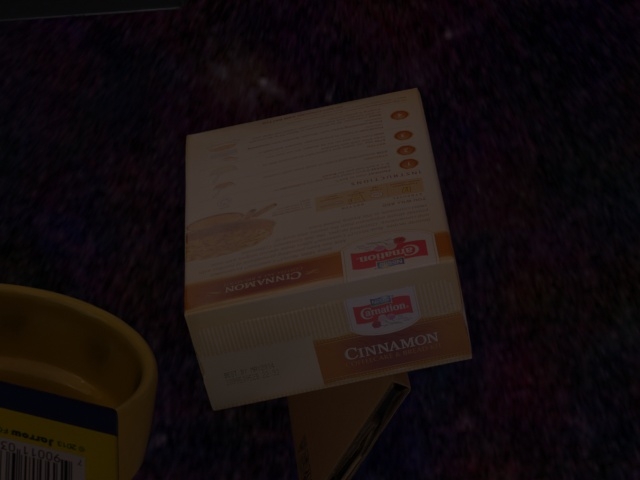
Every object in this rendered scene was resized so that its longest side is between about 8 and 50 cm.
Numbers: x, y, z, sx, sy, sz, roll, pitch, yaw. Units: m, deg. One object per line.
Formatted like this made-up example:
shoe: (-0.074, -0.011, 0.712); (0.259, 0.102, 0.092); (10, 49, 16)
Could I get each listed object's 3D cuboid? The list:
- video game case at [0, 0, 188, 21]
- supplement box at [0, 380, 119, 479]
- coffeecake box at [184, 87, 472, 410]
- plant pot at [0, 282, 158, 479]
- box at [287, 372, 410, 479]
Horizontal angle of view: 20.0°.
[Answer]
video game case: (-0.152, -0.200, 1.175); (0.196, 0.274, 0.026); (-2, 116, 12)
supplement box: (-0.243, 0.272, 1.096); (0.195, 0.357, 0.194); (17, 131, -23)
coffeecake box: (0.000, 0.000, 1.009); (0.142, 0.185, 0.068); (-11, 123, 4)
plant pot: (-0.273, 0.193, 1.490); (0.254, 0.254, 0.239); (10, 112, -2)
box: (0.019, 0.115, 1.576); (0.021, 0.201, 0.164); (19, 122, -20)
